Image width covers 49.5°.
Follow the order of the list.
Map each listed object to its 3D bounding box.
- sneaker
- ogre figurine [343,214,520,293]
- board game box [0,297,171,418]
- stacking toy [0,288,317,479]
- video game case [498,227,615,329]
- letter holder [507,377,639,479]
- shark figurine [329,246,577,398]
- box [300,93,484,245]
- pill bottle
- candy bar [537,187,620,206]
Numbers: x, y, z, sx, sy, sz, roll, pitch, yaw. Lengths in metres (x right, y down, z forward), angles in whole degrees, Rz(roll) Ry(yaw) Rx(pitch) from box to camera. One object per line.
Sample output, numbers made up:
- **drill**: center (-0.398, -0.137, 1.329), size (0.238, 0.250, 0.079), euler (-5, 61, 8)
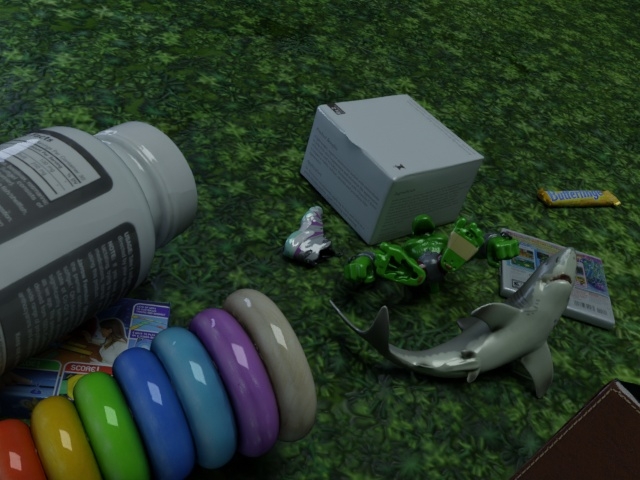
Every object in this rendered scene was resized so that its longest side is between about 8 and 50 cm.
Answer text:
- **sneaker**: center (0.000, 0.000, 0.900), size (0.069, 0.038, 0.098), euler (26, 48, 8)
- **ogre figurine**: center (0.131, 0.020, 0.854), size (0.097, 0.197, 0.118), euler (61, 5, 0)
- **board game box**: center (-0.252, 0.107, 0.669), size (0.201, 0.035, 0.136), euler (8, 39, -12)
- **stacking toy**: center (-0.173, 0.155, 0.547), size (0.330, 0.141, 0.141), euler (-20, 51, -25)
- **video game case**: center (0.329, 0.051, 0.979), size (0.157, 0.019, 0.143), euler (17, 38, 1)
- **letter holder**: center (0.299, 0.302, 0.578), size (0.302, 0.214, 0.152), euler (49, 16, 32)
- **shark figurine**: center (0.161, 0.108, 0.807), size (0.278, 0.166, 0.116), euler (-13, 19, -10)
- **box**: center (0.099, -0.108, 1.001), size (0.181, 0.119, 0.181), euler (-15, 49, -35)
- **pill bottle**: center (-0.263, 0.003, 0.618), size (0.176, 0.176, 0.318), euler (33, 41, 18)
- **candy bar**: center (0.434, -0.071, 1.169), size (0.161, 0.018, 0.040), euler (-1, 42, -24)
